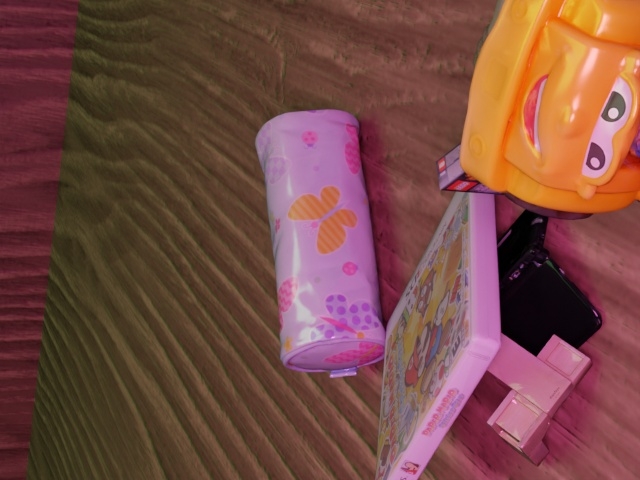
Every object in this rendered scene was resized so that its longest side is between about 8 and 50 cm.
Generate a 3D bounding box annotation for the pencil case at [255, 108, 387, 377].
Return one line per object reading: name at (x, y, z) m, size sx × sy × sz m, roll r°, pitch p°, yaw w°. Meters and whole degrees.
pencil case at (0.000, 0.000, 1.099) m, size 0.124 × 0.113 × 0.273 m, roll 102°, pitch 162°, yaw -66°

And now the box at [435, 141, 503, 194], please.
box at (0.160, -0.070, 0.787) m, size 0.137 × 0.094 × 0.027 m, roll 141°, pitch 128°, yaw -58°

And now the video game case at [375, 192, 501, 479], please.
video game case at (0.095, 0.078, 0.890) m, size 0.227 × 0.026 × 0.206 m, roll -81°, pitch 12°, yaw -52°

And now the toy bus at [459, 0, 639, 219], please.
toy bus at (0.214, -0.050, 0.541) m, size 0.211 × 0.220 × 0.149 m, roll 53°, pitch 138°, yaw 45°

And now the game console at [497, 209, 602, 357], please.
game console at (0.170, 0.043, 0.852) m, size 0.122 × 0.071 × 0.107 m, roll -56°, pitch 9°, yaw 46°

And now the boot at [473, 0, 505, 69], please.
boot at (0.184, -0.156, 0.769) m, size 0.213 × 0.077 × 0.165 m, roll -114°, pitch 37°, yaw -53°

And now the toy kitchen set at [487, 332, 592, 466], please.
toy kitchen set at (0.159, 0.114, 0.819) m, size 0.068 × 0.075 × 0.083 m, roll 36°, pitch 84°, yaw 30°
